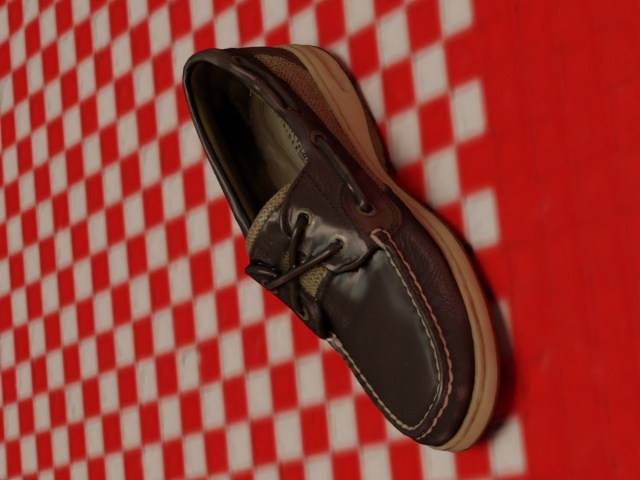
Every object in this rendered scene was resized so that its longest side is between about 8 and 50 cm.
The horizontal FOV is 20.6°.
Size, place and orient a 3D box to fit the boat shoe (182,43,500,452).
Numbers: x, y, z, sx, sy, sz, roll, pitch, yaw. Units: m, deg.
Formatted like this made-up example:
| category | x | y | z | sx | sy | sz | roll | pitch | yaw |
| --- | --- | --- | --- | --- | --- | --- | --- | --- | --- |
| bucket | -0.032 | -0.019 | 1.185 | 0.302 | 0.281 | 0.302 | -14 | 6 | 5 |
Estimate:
| category | x | y | z | sx | sy | sz | roll | pitch | yaw |
| --- | --- | --- | --- | --- | --- | --- | --- | --- | --- |
| boat shoe | 0.000 | 0.000 | 0.507 | 0.152 | 0.049 | 0.056 | 59 | 134 | 39 |
